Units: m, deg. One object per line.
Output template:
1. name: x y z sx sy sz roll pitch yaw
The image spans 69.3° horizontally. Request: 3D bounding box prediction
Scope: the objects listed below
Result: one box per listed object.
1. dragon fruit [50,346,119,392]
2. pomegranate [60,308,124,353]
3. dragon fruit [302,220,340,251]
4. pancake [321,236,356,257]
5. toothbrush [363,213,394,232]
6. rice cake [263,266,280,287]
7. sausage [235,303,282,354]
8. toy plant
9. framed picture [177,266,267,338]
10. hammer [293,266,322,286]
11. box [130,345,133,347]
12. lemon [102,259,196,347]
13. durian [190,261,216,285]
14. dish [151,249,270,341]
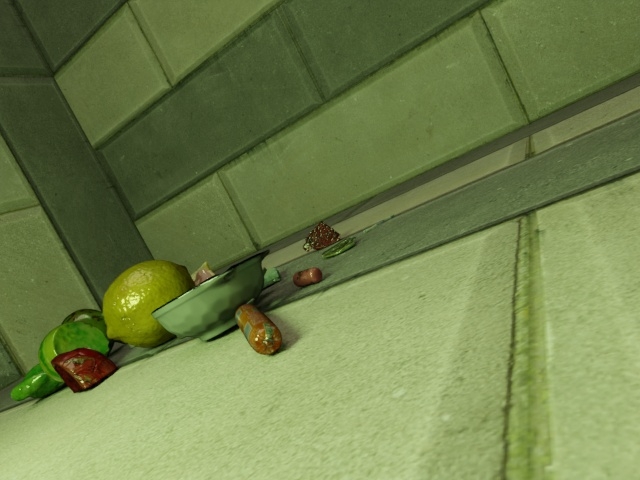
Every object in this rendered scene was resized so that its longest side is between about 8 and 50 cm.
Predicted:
1. dragon fruit: -0.638 0.338 1.261 0.161 0.127 0.120 -21 16 50
2. pomegranate: -0.841 0.352 1.716 0.211 0.210 0.263 -24 -14 28
3. dragon fruit: 0.001 -0.001 1.681 0.131 0.097 0.063 -46 2 2
4. pancake: 0.056 0.022 1.404 0.116 0.022 0.129 -28 5 14
5. toothbrush: 0.194 -0.056 1.538 0.131 0.011 0.013 -30 -15 -21
6. rice cake: -0.221 0.147 1.476 0.198 0.037 0.189 -27 6 -3
7. sausage: -0.120 0.154 0.844 0.053 0.053 0.348 -28 6 -14
8. toy plant: -0.813 0.400 1.438 0.316 0.184 0.224 -42 -7 28
9. framed picture: -0.272 0.173 1.285 0.250 0.016 0.184 -24 25 27
10. hammer: -0.031 0.088 1.111 0.083 0.043 0.043 -23 7 46
11. box: -0.618 0.325 1.666 0.100 0.048 0.152 -25 3 2
12. lemon: -0.496 0.183 1.361 0.267 0.267 0.267 -27 5 3
13. durian: -0.532 0.197 2.008 0.165 0.132 0.182 -37 14 12
14. dish: -0.234 0.145 1.074 0.303 0.120 0.303 -29 1 1
